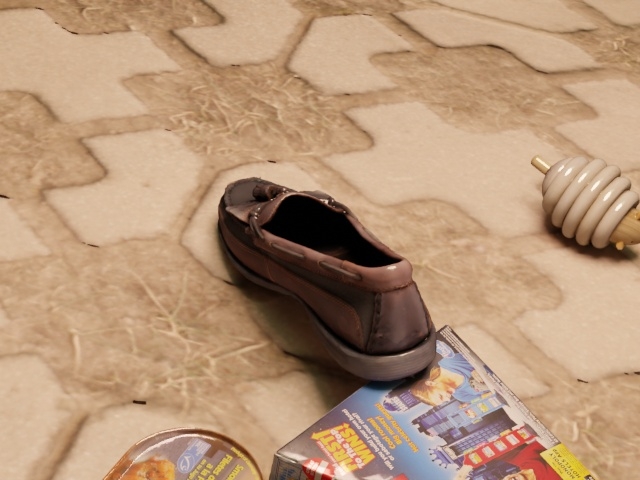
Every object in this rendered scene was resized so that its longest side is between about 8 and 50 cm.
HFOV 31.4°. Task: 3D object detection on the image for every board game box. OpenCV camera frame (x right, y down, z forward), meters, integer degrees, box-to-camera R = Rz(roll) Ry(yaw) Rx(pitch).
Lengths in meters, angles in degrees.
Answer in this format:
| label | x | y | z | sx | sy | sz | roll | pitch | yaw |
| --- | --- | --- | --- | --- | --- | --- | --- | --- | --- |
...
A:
| label | x | y | z | sx | sy | sz | roll | pitch | yaw |
| --- | --- | --- | --- | --- | --- | --- | --- | --- | --- |
| board game box | 0.071 | 0.170 | 0.820 | 0.194 | 0.060 | 0.194 | -19 | 47 | -28 |

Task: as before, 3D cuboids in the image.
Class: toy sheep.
| label | x | y | z | sx | sy | sz | roll | pitch | yaw |
| --- | --- | --- | --- | --- | --- | --- | --- | --- | --- |
| toy sheep | 0.256 | -0.039 | 1.091 | 0.132 | 0.091 | 0.091 | 34 | 45 | 19 |

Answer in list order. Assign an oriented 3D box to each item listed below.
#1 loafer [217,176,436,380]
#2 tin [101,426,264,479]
| label | x | y | z | sx | sy | sz | roll | pitch | yaw |
| --- | --- | --- | --- | --- | --- | --- | --- | --- | --- |
| loafer | 0.000 | 0.000 | 0.936 | 0.109 | 0.095 | 0.302 | -18 | 33 | -22 |
| tin | -0.110 | 0.202 | 0.762 | 0.106 | 0.040 | 0.190 | 21 | 39 | 19 |
